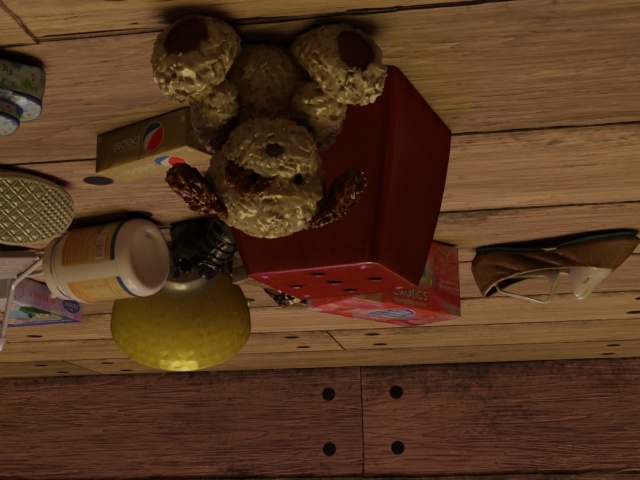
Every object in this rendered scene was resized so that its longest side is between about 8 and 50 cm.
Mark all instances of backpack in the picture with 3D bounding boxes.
[{"bbox_3d":[-0.388,-0.170,1.235,0.114,0.084,0.105,5,167,-30],"label":"backpack"}]

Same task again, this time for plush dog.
[{"bbox_3d":[-0.066,-0.113,1.184,0.263,0.225,0.210,2,165,-11],"label":"plush dog"}]

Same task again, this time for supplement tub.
[{"bbox_3d":[-0.395,0.040,1.918,0.200,0.144,0.144,-8,164,26],"label":"supplement tub"}]

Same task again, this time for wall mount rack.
[{"bbox_3d":[-0.689,0.120,2.097,0.350,0.130,0.304,0,154,-44],"label":"wall mount rack"}]

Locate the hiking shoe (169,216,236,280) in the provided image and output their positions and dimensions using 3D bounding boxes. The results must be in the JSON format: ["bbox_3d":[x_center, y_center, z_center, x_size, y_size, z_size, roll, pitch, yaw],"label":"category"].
[{"bbox_3d":[-0.182,0.013,1.883,0.227,0.114,0.086,-14,161,41],"label":"hiking shoe"}]

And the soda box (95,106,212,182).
[{"bbox_3d":[-0.230,-0.130,1.445,0.181,0.058,0.061,-12,162,35],"label":"soda box"}]

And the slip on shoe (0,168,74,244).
[{"bbox_3d":[-0.549,-0.064,1.626,0.331,0.123,0.101,3,-162,-31],"label":"slip on shoe"}]

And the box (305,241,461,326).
[{"bbox_3d":[0.127,0.073,2.056,0.300,0.154,0.142,13,159,-39],"label":"box"}]

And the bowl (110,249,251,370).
[{"bbox_3d":[-0.280,0.112,2.106,0.290,0.289,0.156,1,124,-7],"label":"bowl"}]

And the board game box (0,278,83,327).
[{"bbox_3d":[-0.784,0.149,2.473,0.319,0.065,0.318,-6,164,19],"label":"board game box"}]

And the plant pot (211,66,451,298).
[{"bbox_3d":[0.020,-0.055,1.393,0.268,0.235,0.267,-7,164,22],"label":"plant pot"}]

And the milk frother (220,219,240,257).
[{"bbox_3d":[-0.128,-0.038,1.648,0.129,0.134,0.143,10,162,-33],"label":"milk frother"}]

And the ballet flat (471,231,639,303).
[{"bbox_3d":[0.469,0.063,2.083,0.343,0.124,0.116,-7,164,22],"label":"ballet flat"}]

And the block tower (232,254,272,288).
[{"bbox_3d":[-0.012,0.057,2.108,0.336,0.090,0.097,10,163,-38],"label":"block tower"}]

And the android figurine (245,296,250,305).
[{"bbox_3d":[-0.284,0.147,2.237,0.273,0.248,0.056,-18,132,-32],"label":"android figurine"}]

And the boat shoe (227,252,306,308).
[{"bbox_3d":[-0.060,0.088,2.194,0.307,0.104,0.111,10,162,-35],"label":"boat shoe"}]
